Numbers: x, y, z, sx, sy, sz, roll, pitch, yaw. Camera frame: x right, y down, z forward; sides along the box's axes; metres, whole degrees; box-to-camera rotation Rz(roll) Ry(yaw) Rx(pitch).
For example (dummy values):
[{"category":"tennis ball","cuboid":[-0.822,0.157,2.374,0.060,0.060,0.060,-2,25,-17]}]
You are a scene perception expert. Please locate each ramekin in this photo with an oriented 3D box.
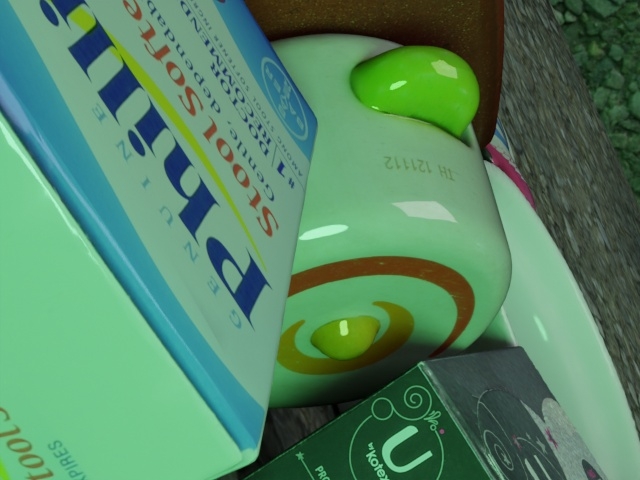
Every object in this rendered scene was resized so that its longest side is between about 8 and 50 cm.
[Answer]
[{"category":"ramekin","cuboid":[0.110,0.096,1.265,0.277,0.135,0.277,54,21,-31]}]

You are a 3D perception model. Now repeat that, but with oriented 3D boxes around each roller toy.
[{"category":"roller toy","cuboid":[0.000,0.000,0.978,0.209,0.191,0.146,81,-4,-59]}]

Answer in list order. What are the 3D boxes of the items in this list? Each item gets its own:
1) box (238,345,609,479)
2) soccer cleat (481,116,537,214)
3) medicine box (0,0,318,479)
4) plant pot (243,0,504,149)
[{"category":"box","cuboid":[0.075,0.161,0.997,0.163,0.142,0.247,58,15,11]},{"category":"soccer cleat","cuboid":[0.132,-0.026,1.532,0.143,0.116,0.331,48,24,-44]},{"category":"medicine box","cuboid":[-0.135,-0.060,0.732,0.263,0.149,0.289,57,18,-23]},{"category":"plant pot","cuboid":[-0.021,-0.167,1.072,0.267,0.267,0.235,-97,167,-45]}]
